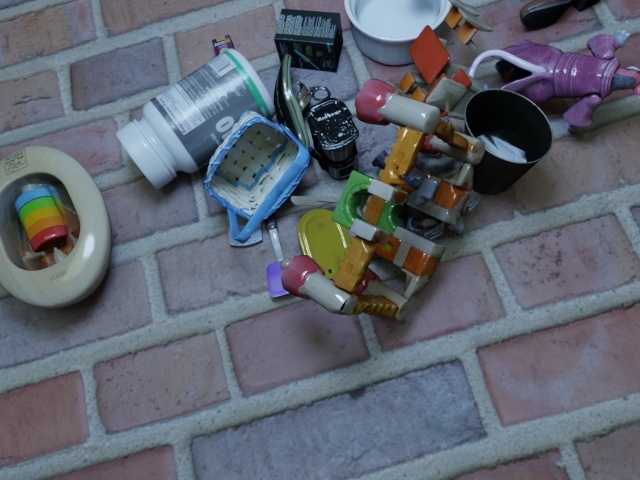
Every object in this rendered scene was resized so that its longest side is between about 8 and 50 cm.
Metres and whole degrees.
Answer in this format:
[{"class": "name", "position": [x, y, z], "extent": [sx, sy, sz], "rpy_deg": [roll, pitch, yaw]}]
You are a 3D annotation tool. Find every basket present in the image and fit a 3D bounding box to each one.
[{"class": "basket", "position": [0.407, -0.209, 1.292], "extent": [0.154, 0.227, 0.204], "rpy_deg": [-41, 73, -9]}, {"class": "basket", "position": [-0.138, -0.159, 1.286], "extent": [0.255, 0.201, 0.289], "rpy_deg": [-49, 30, 17]}]

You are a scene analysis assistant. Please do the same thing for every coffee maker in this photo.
[{"class": "coffee maker", "position": [0.035, -0.260, 1.374], "extent": [0.120, 0.178, 0.171], "rpy_deg": [-3, 73, 4]}]

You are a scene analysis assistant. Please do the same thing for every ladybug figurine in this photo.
[{"class": "ladybug figurine", "position": [-0.661, -0.033, 1.378], "extent": [0.305, 0.162, 0.450], "rpy_deg": [-26, 71, -4]}]

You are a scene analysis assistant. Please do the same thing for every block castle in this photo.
[{"class": "block castle", "position": [0.122, -0.070, 1.167], "extent": [0.212, 0.303, 0.454], "rpy_deg": [30, 101, 38]}]

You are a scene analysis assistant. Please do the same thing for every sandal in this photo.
[{"class": "sandal", "position": [-0.062, -0.342, 1.459], "extent": [0.086, 0.120, 0.303], "rpy_deg": [-6, 71, -20]}]

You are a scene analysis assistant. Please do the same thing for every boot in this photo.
[{"class": "boot", "position": [0.592, -0.729, 1.505], "extent": [0.264, 0.096, 0.281], "rpy_deg": [-26, 77, -4]}]

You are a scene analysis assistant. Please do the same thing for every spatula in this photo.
[{"class": "spatula", "position": [-0.111, -0.005, 1.379], "extent": [0.084, 0.030, 0.297], "rpy_deg": [-15, 70, 0]}]

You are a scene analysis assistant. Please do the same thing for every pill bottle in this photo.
[{"class": "pill bottle", "position": [-0.312, -0.301, 1.412], "extent": [0.361, 0.204, 0.204], "rpy_deg": [-36, 71, -6]}]

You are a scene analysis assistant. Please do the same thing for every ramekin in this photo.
[{"class": "ramekin", "position": [0.205, -0.608, 1.500], "extent": [0.277, 0.135, 0.277], "rpy_deg": [-2, 71, 6]}]

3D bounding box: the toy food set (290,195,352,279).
[{"class": "toy food set", "position": [0.000, 0.000, 1.354], "extent": [0.128, 0.071, 0.218], "rpy_deg": [-8, 70, -22]}]

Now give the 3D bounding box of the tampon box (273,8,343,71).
[{"class": "tampon box", "position": [-0.029, -0.538, 1.508], "extent": [0.160, 0.120, 0.102], "rpy_deg": [9, 73, 9]}]

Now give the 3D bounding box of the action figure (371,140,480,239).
[{"class": "action figure", "position": [0.255, -0.116, 1.350], "extent": [0.185, 0.099, 0.285], "rpy_deg": [-36, 75, -14]}]

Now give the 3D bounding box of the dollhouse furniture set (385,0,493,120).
[{"class": "dollhouse furniture set", "position": [0.273, -0.406, 1.314], "extent": [0.135, 0.262, 0.259], "rpy_deg": [11, 43, -32]}]

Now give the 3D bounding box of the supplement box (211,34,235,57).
[{"class": "supplement box", "position": [-0.265, -0.524, 1.569], "extent": [0.054, 0.043, 0.083], "rpy_deg": [-19, 69, 1]}]

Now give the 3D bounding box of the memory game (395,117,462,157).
[{"class": "memory game", "position": [0.277, -0.266, 1.395], "extent": [0.186, 0.012, 0.186], "rpy_deg": [6, 46, -7]}]

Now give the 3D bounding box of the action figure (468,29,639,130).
[{"class": "action figure", "position": [0.572, -0.398, 1.304], "extent": [0.370, 0.275, 0.248], "rpy_deg": [16, 98, 40]}]

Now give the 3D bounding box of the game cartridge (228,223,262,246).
[{"class": "game cartridge", "position": [-0.187, -0.012, 1.398], "extent": [0.083, 0.017, 0.056], "rpy_deg": [-8, 67, 3]}]
